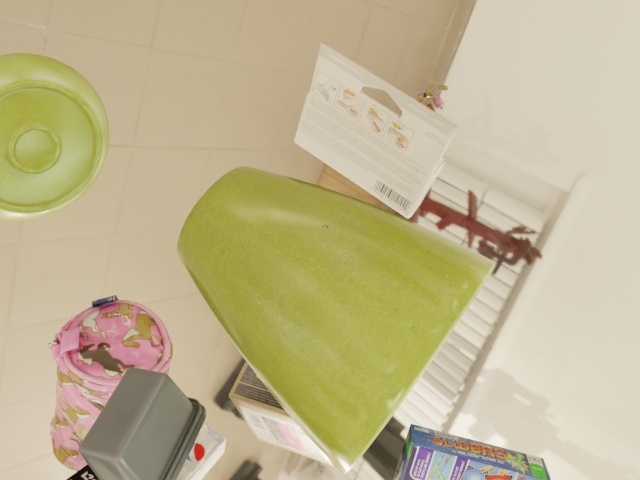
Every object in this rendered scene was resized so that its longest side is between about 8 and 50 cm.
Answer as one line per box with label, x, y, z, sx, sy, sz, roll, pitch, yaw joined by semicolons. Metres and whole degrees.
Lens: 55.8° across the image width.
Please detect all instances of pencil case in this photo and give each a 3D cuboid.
pencil case;-0.356;0.256;0.998;0.160;0.167;0.386;-36;161;-41

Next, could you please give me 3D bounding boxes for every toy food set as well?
toy food set;0.248;-0.307;1.400;0.019;0.078;0.122;-5;119;-50

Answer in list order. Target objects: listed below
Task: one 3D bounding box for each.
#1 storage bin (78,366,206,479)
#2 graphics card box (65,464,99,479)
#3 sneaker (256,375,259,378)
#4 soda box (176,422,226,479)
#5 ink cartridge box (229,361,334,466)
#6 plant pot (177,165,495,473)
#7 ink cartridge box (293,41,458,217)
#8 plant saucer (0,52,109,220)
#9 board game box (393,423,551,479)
storage bin;-0.204;0.209;0.667;0.135;0.098;0.091;-65;150;-41
graphics card box;-0.466;0.512;0.865;0.233;0.094;0.371;-61;168;18
sneaker;-0.044;0.169;1.146;0.235;0.084;0.097;-59;161;-24
soda box;-0.314;0.536;1.403;0.216;0.069;0.074;-43;156;-43
ink cartridge box;-0.060;0.362;1.250;0.088;0.193;0.235;-62;152;-32
plant pot;-0.008;0.053;0.680;0.275;0.293;0.275;-51;168;-16
ink cartridge box;0.104;-0.215;1.161;0.066;0.296;0.261;-47;167;-36
plant saucer;-0.396;-0.130;0.829;0.241;0.037;0.241;-28;133;-34
board game box;0.131;0.294;0.612;0.035;0.136;0.201;-68;172;-71
